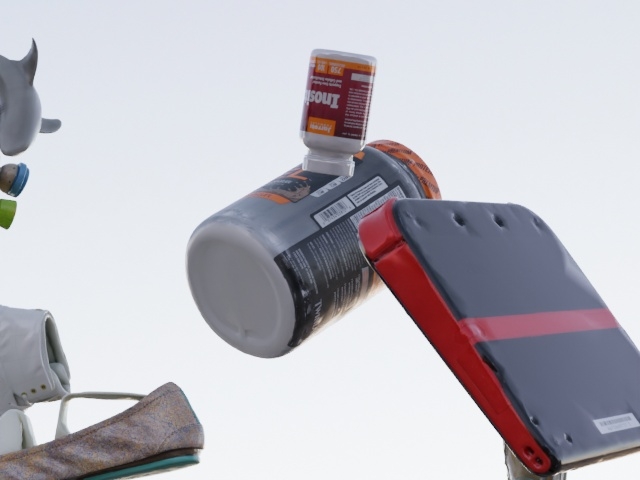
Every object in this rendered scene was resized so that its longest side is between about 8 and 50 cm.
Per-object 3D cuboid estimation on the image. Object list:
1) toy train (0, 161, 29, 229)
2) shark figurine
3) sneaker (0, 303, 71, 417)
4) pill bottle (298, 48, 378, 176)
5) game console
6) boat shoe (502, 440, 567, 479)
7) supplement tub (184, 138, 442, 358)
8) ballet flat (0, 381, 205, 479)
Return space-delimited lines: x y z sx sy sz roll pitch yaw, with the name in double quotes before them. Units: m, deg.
"toy train" -0.520 -0.052 2.600 0.143 0.248 0.105 22 -50 -21
"shark figurine" -0.415 -0.227 2.221 0.166 0.278 0.116 -14 -36 -53
"sneaker" -0.419 0.228 2.322 0.169 0.292 0.108 4 9 12
"pill bottle" 0.020 -0.158 2.148 0.086 0.152 0.086 8 5 -1
"game console" 0.222 0.097 1.872 0.060 0.342 0.386 -42 -21 26
"boat shoe" 0.226 0.254 1.842 0.068 0.190 0.072 -18 -18 23
"supplement tub" 0.000 0.000 2.313 0.338 0.207 0.207 -32 3 -42
"ballet flat" -0.276 0.219 1.807 0.316 0.106 0.107 -16 -13 2
